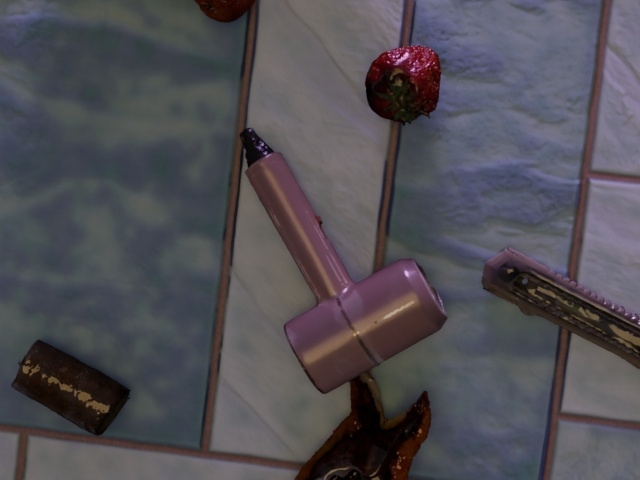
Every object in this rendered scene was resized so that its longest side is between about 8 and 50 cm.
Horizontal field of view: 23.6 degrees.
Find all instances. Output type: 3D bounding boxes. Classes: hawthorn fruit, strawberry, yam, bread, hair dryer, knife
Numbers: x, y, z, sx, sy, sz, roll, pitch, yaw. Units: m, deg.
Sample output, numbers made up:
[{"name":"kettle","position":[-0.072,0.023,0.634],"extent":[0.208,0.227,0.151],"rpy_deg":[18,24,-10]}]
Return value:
[{"name":"hawthorn fruit","position":[-0.115,-0.319,1.912],"extent":[0.093,0.093,0.093],"rpy_deg":[0,94,4]},{"name":"strawberry","position":[0.106,-0.197,1.903],"extent":[0.106,0.106,0.106],"rpy_deg":[0,94,4]},{"name":"yam","position":[-0.322,0.190,1.967],"extent":[0.141,0.079,0.079],"rpy_deg":[30,96,3]},{"name":"bread","position":[0.046,0.299,1.945],"extent":[0.139,0.095,0.269],"rpy_deg":[26,81,15]},{"name":"hair dryer","position":[0.000,0.000,1.925],"extent":[0.189,0.107,0.344],"rpy_deg":[-30,86,5]},{"name":"knife","position":[0.366,0.120,1.928],"extent":[0.365,0.043,0.089],"rpy_deg":[30,95,2]}]
